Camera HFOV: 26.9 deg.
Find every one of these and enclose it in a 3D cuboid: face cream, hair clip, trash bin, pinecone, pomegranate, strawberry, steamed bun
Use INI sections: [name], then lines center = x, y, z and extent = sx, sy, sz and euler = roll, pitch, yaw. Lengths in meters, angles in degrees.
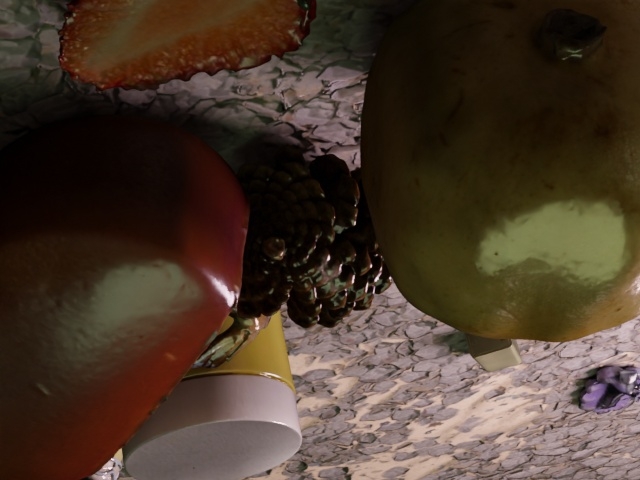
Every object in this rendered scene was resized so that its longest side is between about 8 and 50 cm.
[face cream]
center = -0.142, 0.180, 1.648
extent = 0.218, 0.179, 0.218
euler = -9, 152, -5
[hair clip]
center = 0.478, 0.246, 2.137
extent = 0.124, 0.052, 0.195
euler = -3, 157, -2
[trash bin]
center = 0.247, 0.152, 1.884
extent = 0.061, 0.043, 0.092
euler = -18, 152, 13
[pinecone]
center = 0.001, 0.002, 1.385
extent = 0.186, 0.168, 0.212
euler = -32, 146, 30
[pomegranate]
center = 0.179, -0.078, 1.153
extent = 0.333, 0.332, 0.332
euler = -9, 152, -5
[strawberry]
center = -0.097, -0.210, 1.040
extent = 0.286, 0.106, 0.188
euler = -17, 149, 39
[steamed bun]
center = -0.253, 0.052, 1.281
extent = 0.248, 0.235, 0.379
euler = 28, 127, -21

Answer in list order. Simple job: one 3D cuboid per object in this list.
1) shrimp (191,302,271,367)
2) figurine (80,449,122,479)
[shrimp]
center = -0.184, 0.101, 1.505
extent = 0.296, 0.058, 0.169
euler = -35, 112, 3
[figurine]
center = -0.364, 0.329, 1.904
extent = 0.208, 0.183, 0.128
euler = 18, 161, 29
